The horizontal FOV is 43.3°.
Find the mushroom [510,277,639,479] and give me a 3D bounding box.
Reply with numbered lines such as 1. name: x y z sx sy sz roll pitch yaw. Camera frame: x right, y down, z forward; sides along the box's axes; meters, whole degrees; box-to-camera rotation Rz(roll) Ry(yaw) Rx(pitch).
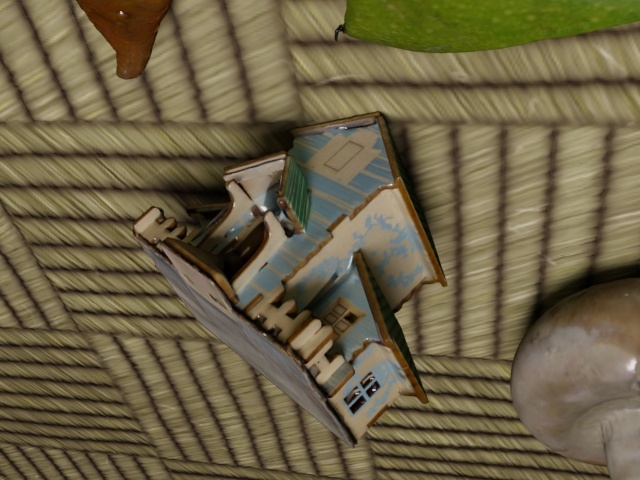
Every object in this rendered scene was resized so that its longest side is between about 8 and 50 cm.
1. mushroom: 0.294 0.158 0.714 0.244 0.243 0.243 8 139 7

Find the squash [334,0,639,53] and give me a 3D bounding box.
1. squash: 0.162 -0.165 0.467 0.289 0.111 0.203 10 141 1

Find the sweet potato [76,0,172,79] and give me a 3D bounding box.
1. sweet potato: -0.103 -0.228 0.462 0.112 0.112 0.359 17 139 -4

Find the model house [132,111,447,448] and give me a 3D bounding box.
1. model house: 0.000 0.000 0.652 0.271 0.206 0.178 29 155 48
